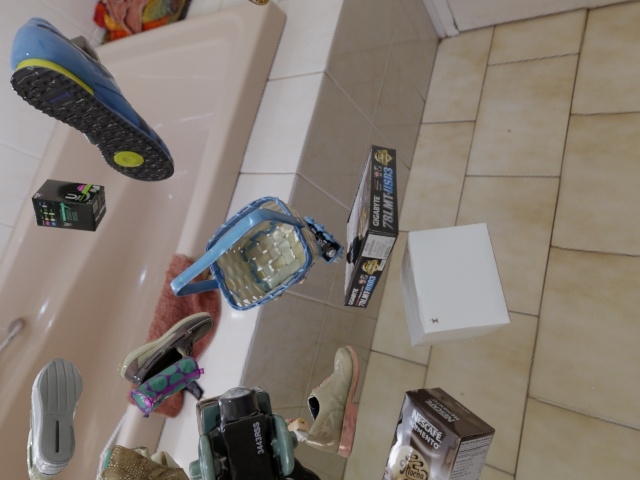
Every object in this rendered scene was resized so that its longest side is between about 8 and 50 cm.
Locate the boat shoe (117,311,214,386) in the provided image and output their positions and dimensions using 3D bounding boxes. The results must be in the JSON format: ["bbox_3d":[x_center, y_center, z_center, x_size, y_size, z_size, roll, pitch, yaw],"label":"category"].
[{"bbox_3d":[-0.391,0.294,1.121,0.092,0.285,0.103,30,124,24],"label":"boat shoe"}]

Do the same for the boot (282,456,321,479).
[{"bbox_3d":[-0.101,0.560,0.947,0.178,0.236,0.085,-23,22,33],"label":"boot"}]

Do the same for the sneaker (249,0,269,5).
[{"bbox_3d":[-0.179,-0.540,0.820,0.084,0.185,0.070,31,89,49],"label":"sneaker"}]

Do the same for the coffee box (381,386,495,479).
[{"bbox_3d":[0.248,0.508,0.933,0.168,0.118,0.297,27,108,56],"label":"coffee box"}]

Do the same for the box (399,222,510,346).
[{"bbox_3d":[0.294,0.125,0.992,0.168,0.345,0.215,-8,71,5],"label":"box"}]

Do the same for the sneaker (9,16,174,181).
[{"bbox_3d":[-0.225,-0.140,0.449,0.069,0.209,0.082,-16,64,10],"label":"sneaker"}]

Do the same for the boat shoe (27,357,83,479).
[{"bbox_3d":[-0.639,0.414,0.982,0.094,0.109,0.302,-47,40,12],"label":"boat shoe"}]

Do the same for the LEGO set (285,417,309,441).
[{"bbox_3d":[-0.102,0.560,1.147,0.132,0.107,0.287,13,115,9],"label":"LEGO set"}]

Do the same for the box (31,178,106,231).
[{"bbox_3d":[-0.386,-0.055,0.646,0.062,0.083,0.052,-99,19,-54],"label":"box"}]

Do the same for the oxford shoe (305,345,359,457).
[{"bbox_3d":[0.040,0.464,1.292,0.146,0.397,0.141,9,115,2],"label":"oxford shoe"}]

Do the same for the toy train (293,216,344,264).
[{"bbox_3d":[0.000,0.000,1.201,0.080,0.105,0.184,-52,47,4],"label":"toy train"}]

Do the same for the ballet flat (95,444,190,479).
[{"bbox_3d":[-0.250,0.346,0.622,0.073,0.206,0.067,-19,52,0],"label":"ballet flat"}]

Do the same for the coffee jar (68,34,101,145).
[{"bbox_3d":[-0.417,-0.265,0.748,0.096,0.184,0.079,-20,58,-9],"label":"coffee jar"}]

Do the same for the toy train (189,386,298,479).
[{"bbox_3d":[-0.097,0.365,0.577,0.190,0.142,0.334,157,103,-68],"label":"toy train"}]

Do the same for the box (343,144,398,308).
[{"bbox_3d":[0.119,-0.031,1.037,0.073,0.293,0.296,10,50,-4],"label":"box"}]

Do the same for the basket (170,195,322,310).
[{"bbox_3d":[-0.135,0.026,0.871,0.254,0.289,0.201,-36,72,21],"label":"basket"}]

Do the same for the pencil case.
[{"bbox_3d":[-0.340,0.321,0.930,0.070,0.151,0.065,0,106,32],"label":"pencil case"}]
